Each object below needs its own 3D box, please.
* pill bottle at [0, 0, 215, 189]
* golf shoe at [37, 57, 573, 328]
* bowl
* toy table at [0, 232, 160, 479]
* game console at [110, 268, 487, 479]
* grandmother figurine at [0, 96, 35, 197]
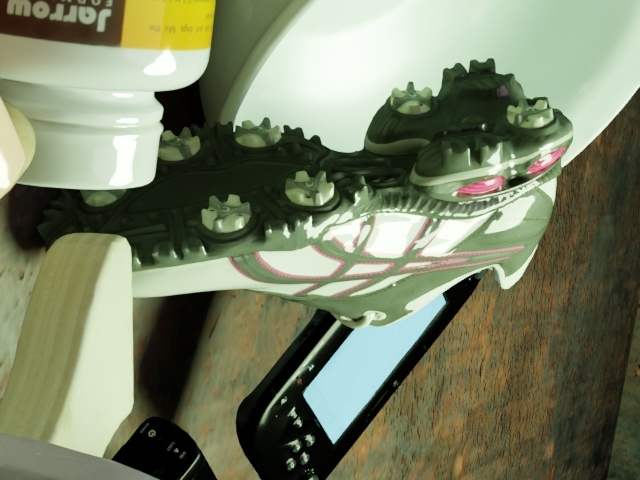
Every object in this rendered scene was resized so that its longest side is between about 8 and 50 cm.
[{"bbox_3d":[-0.096,-0.133,0.725,0.117,0.117,0.215,-21,119,-68],"label":"pill bottle"},{"bbox_3d":[0.000,0.000,0.905,0.105,0.273,0.120,-126,-151,-50],"label":"golf shoe"},{"bbox_3d":[0.046,-0.130,1.023,0.298,0.134,0.298,-24,149,-15],"label":"bowl"},{"bbox_3d":[-0.104,0.132,0.624,0.161,0.274,0.252,-34,137,-74],"label":"toy table"},{"bbox_3d":[-0.025,0.109,1.007,0.361,0.044,0.213,-51,155,-17],"label":"game console"},{"bbox_3d":[-0.173,-0.122,0.536,0.342,0.104,0.208,77,32,-52],"label":"grandmother figurine"}]
